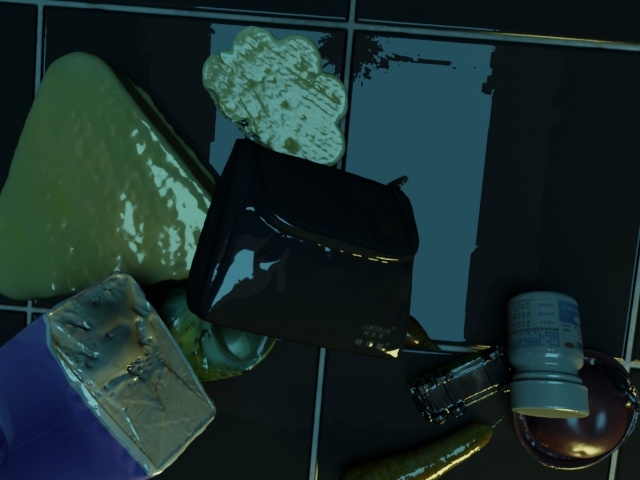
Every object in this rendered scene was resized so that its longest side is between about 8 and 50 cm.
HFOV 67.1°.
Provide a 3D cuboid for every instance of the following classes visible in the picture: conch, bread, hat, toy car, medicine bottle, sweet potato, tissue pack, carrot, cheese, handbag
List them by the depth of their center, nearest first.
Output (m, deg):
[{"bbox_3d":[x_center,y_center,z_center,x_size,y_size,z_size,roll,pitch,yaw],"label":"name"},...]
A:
[{"bbox_3d":[0.001,0.001,0.650,0.301,0.178,0.275,17,85,-20],"label":"handbag"},{"bbox_3d":[-0.341,0.225,0.674,0.338,0.160,0.242,-31,95,32],"label":"tissue pack"},{"bbox_3d":[0.331,0.167,0.710,0.104,0.105,0.168,7,66,1],"label":"medicine bottle"},{"bbox_3d":[-0.327,-0.101,0.738,0.383,0.104,0.385,0,94,2],"label":"cheese"},{"bbox_3d":[-0.169,0.138,0.743,0.188,0.122,0.176,31,101,-3],"label":"conch"},{"bbox_3d":[0.405,0.270,0.753,0.205,0.089,0.206,0,94,1],"label":"hat"},{"bbox_3d":[-0.057,-0.215,0.754,0.181,0.039,0.251,-38,92,4],"label":"bread"},{"bbox_3d":[0.225,0.224,0.767,0.165,0.062,0.071,-27,94,4],"label":"toy car"},{"bbox_3d":[0.148,0.152,0.777,0.117,0.049,0.049,31,95,-11],"label":"sweet potato"},{"bbox_3d":[0.170,0.358,0.781,0.297,0.078,0.078,-25,93,-1],"label":"carrot"}]
